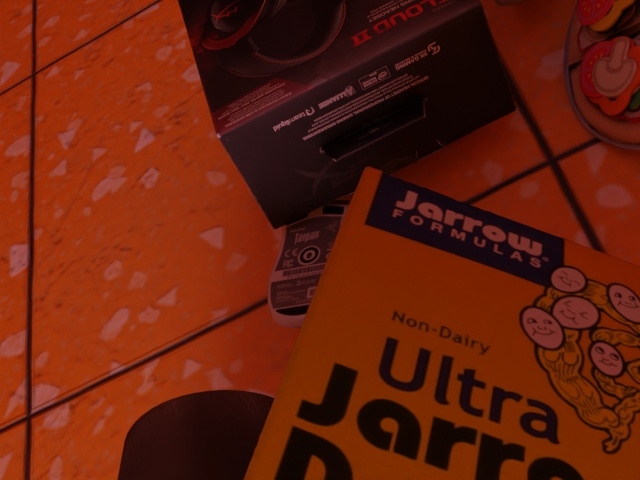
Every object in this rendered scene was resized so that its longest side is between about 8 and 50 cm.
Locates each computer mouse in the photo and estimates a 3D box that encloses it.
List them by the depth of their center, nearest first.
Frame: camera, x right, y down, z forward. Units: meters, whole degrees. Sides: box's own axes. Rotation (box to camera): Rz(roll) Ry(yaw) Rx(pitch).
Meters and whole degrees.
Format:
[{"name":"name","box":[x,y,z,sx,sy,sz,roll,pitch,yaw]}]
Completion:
[{"name":"computer mouse","box":[0.000,0.000,0.776,0.106,0.042,0.193,-9,47,21]}]

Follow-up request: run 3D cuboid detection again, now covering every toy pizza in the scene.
[{"name":"toy pizza","box":[0.247,-0.163,0.686,0.201,0.032,0.201,-29,53,48]}]

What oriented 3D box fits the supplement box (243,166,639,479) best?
[{"name":"supplement box","box":[0.045,0.167,0.392,0.194,0.195,0.356,20,40,1]}]

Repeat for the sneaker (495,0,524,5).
[{"name":"sneaker","box":[0.255,-0.351,0.814,0.236,0.130,0.323,-10,47,32]}]

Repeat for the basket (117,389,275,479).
[{"name":"basket","box":[-0.059,0.219,0.576,0.204,0.154,0.227,-22,44,13]}]

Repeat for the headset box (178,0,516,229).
[{"name":"headset box","box":[0.012,-0.157,0.804,0.218,0.110,0.293,-26,41,5]}]
